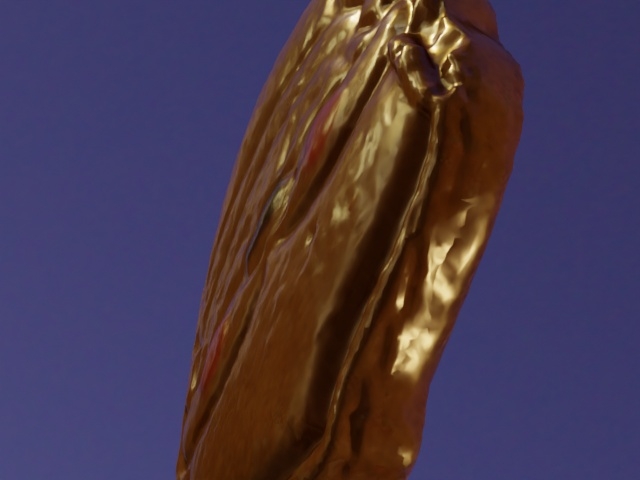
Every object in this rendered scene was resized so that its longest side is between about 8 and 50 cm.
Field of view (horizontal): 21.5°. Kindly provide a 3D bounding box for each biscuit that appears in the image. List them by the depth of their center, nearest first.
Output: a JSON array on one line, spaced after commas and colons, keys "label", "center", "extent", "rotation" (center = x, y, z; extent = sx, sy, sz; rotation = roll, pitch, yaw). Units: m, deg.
[{"label": "biscuit", "center": [-0.001, 0.000, 0.966], "extent": [0.455, 0.078, 0.350], "rotation": [-96, -154, -60]}]
